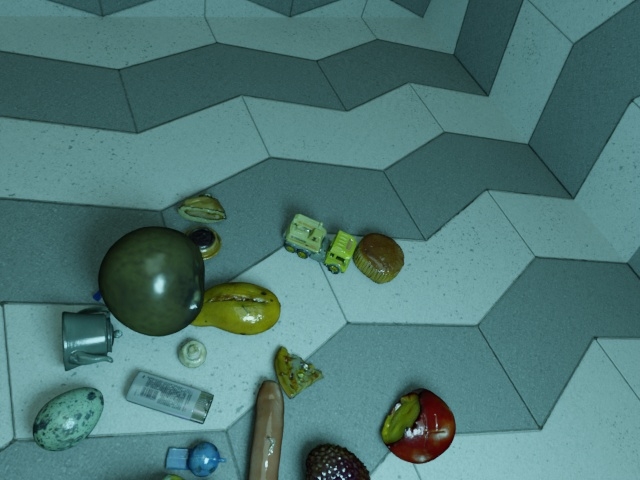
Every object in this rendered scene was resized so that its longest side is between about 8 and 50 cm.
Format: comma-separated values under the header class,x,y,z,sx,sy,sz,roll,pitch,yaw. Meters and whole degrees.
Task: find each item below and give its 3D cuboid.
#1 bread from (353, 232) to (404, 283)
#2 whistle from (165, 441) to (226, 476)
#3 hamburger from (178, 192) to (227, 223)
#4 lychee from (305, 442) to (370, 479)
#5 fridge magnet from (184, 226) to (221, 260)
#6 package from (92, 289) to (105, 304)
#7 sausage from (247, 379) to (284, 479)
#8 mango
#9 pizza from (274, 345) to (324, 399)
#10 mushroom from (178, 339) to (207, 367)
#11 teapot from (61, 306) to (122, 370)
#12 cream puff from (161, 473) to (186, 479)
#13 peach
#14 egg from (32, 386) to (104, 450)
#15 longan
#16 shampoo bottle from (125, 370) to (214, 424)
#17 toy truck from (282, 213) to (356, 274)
class,x,y,z,sx,sy,sz,roll,pitch,yaw
bread,0.229,0.063,1.593,0.199,0.104,0.199,9,54,-13
whistle,-0.330,0.582,1.098,0.158,0.090,0.090,9,56,-12
hamburger,-0.429,-0.120,1.529,0.176,0.087,0.102,4,44,-5
lychee,0.046,0.651,1.107,0.188,0.188,0.188,8,56,-12
fridge magnet,-0.421,0.007,1.456,0.143,0.063,0.143,6,55,-9
package,-0.601,0.158,1.324,0.173,0.027,0.171,29,54,-3
sausage,-0.152,0.600,1.134,0.094,0.094,0.419,38,42,-41
mango,-0.273,0.216,1.329,0.294,0.120,0.177,6,57,-13
pizza,-0.060,0.419,1.284,0.176,0.036,0.185,19,28,-17
mushroom,-0.385,0.343,1.246,0.083,0.067,0.084,6,51,-8
teapot,-0.648,0.268,1.176,0.149,0.162,0.239,-4,29,-29
cream puff,-0.305,0.695,0.925,0.274,0.270,0.323,-12,64,-29
peach,0.288,0.557,1.243,0.226,0.196,0.190,-4,26,-22
egg,-0.641,0.453,1.058,0.132,0.132,0.172,37,43,8
longan,-0.480,0.116,1.203,0.319,0.319,0.319,8,56,-12
shampoo bottle,-0.425,0.447,1.173,0.227,0.056,0.086,19,53,-4
toy truck,0.000,0.000,1.531,0.272,0.157,0.124,25,54,0
